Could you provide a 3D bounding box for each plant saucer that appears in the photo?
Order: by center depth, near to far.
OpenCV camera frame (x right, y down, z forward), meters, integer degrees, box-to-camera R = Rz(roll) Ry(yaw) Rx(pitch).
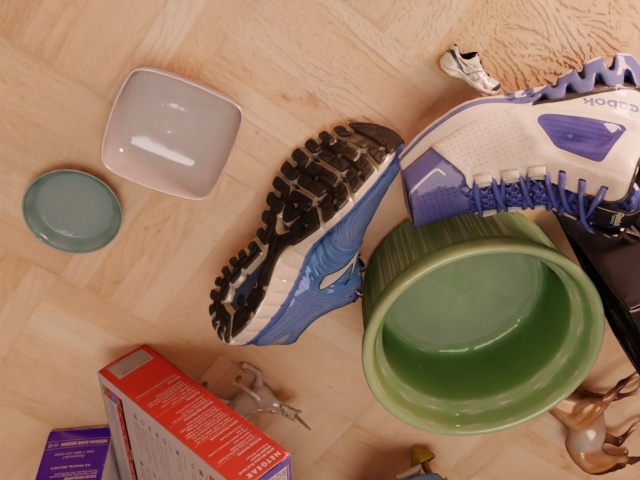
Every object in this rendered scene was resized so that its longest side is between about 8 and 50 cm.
[{"bbox_3d":[-0.304,-0.038,0.930,0.120,0.021,0.119,-2,122,-4],"label":"plant saucer"}]

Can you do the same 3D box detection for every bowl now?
[{"bbox_3d":[-0.171,-0.128,0.870,0.142,0.053,0.142,19,118,-18],"label":"bowl"}]

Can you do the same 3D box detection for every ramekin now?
[{"bbox_3d":[0.196,0.096,0.990,0.304,0.148,0.303,-2,122,-4],"label":"ramekin"}]

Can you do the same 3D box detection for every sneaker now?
[{"bbox_3d":[0.255,-0.076,0.837,0.316,0.182,0.127,-23,147,1],"label":"sneaker"},{"bbox_3d":[0.179,-0.198,0.874,0.083,0.032,0.037,21,118,-18],"label":"sneaker"},{"bbox_3d":[0.000,0.000,0.942,0.147,0.129,0.330,21,113,-43],"label":"sneaker"}]

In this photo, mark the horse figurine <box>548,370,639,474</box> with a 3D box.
[{"bbox_3d":[0.440,0.292,1.187,0.175,0.066,0.263,-20,119,0],"label":"horse figurine"}]

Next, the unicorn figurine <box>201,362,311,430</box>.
[{"bbox_3d":[-0.105,0.236,1.107,0.162,0.060,0.111,-18,124,25],"label":"unicorn figurine"}]

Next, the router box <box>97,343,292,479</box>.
[{"bbox_3d":[-0.166,0.354,1.038,0.082,0.301,0.335,-29,132,-37],"label":"router box"}]

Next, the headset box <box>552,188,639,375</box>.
[{"bbox_3d":[0.427,0.068,0.938,0.131,0.246,0.283,-29,121,11],"label":"headset box"}]

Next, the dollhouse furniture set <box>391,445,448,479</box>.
[{"bbox_3d":[0.008,0.423,1.227,0.304,0.198,0.286,-14,152,-33],"label":"dollhouse furniture set"}]

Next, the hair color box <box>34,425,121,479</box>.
[{"bbox_3d":[-0.343,0.446,1.040,0.110,0.338,0.185,-5,122,-3],"label":"hair color box"}]
